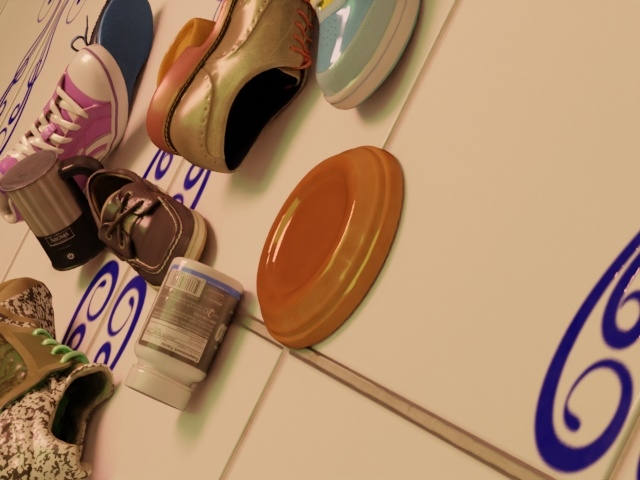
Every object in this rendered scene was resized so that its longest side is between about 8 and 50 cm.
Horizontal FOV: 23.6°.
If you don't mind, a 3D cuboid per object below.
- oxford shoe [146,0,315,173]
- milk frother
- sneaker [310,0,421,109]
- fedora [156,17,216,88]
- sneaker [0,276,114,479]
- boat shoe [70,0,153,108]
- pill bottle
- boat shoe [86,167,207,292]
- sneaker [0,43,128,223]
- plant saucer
[{"bbox_3d":[-0.040,-0.221,1.640,0.130,0.123,0.348,31,90,36],"label":"oxford shoe"},{"bbox_3d":[-0.324,-0.060,1.954,0.129,0.135,0.143,-30,29,-4],"label":"milk frother"},{"bbox_3d":[-0.005,-0.292,1.483,0.127,0.208,0.319,-29,41,48],"label":"sneaker"},{"bbox_3d":[-0.139,-0.195,1.782,0.194,0.079,0.194,-47,32,42],"label":"fedora"},{"bbox_3d":[-0.308,0.175,1.747,0.182,0.158,0.410,-21,35,10],"label":"sneaker"},{"bbox_3d":[-0.310,-0.243,2.144,0.089,0.109,0.258,-16,48,43],"label":"boat shoe"},{"bbox_3d":[-0.136,0.092,1.503,0.078,0.078,0.137,5,69,64],"label":"pill bottle"},{"bbox_3d":[-0.206,-0.018,1.734,0.103,0.092,0.285,-60,25,6],"label":"boat shoe"},{"bbox_3d":[-0.350,-0.123,1.992,0.161,0.102,0.282,-27,-28,-42],"label":"sneaker"},{"bbox_3d":[0.000,0.000,1.383,0.200,0.037,0.200,-43,31,35],"label":"plant saucer"}]
